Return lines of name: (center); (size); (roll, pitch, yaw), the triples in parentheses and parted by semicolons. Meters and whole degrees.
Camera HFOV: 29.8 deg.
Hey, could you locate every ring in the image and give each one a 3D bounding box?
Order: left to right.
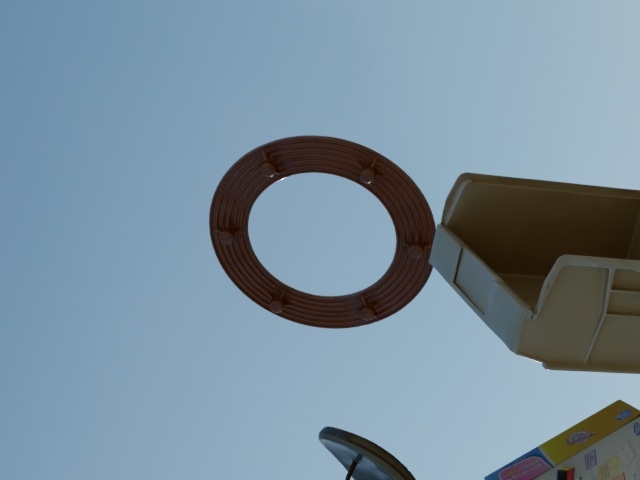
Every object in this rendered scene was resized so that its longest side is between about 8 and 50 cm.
ring: (0.000, 0.000, 1.735); (0.336, 0.336, 0.032); (53, -153, -22)

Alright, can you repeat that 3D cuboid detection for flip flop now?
flip flop: (0.074, 0.336, 1.413); (0.080, 0.112, 0.277); (-36, -68, -29)

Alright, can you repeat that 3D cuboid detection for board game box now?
board game box: (0.452, 0.460, 2.160); (0.316, 0.064, 0.242); (-24, -62, -23)

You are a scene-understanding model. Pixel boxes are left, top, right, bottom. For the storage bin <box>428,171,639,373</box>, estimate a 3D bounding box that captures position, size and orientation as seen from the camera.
storage bin: (0.283, 0.031, 1.278); (0.260, 0.123, 0.262); (5, -161, -18)
